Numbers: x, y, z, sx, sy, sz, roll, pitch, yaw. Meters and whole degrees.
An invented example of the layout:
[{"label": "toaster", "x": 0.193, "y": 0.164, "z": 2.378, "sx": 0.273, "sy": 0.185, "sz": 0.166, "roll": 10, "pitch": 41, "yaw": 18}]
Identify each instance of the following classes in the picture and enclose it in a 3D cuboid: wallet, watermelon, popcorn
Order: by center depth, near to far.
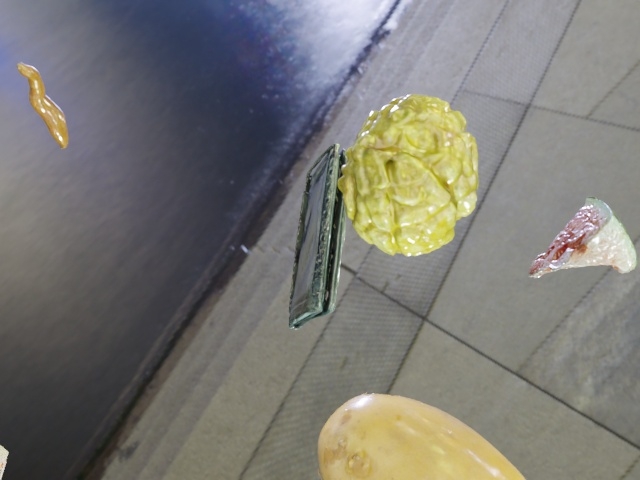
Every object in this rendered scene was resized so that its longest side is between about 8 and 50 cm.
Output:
[{"label": "watermelon", "x": 0.393, "y": -0.001, "z": 1.198, "sx": 0.158, "sy": 0.121, "sz": 0.098, "roll": -5, "pitch": 8, "yaw": 6}, {"label": "popcorn", "x": 0.146, "y": -0.103, "z": 1.324, "sx": 0.224, "sy": 0.270, "sz": 0.258, "roll": 15, "pitch": 23, "yaw": 2}, {"label": "wallet", "x": 0.000, "y": 0.000, "z": 1.634, "sx": 0.237, "sy": 0.075, "sz": 0.342, "roll": 141, "pitch": 137, "yaw": -67}]

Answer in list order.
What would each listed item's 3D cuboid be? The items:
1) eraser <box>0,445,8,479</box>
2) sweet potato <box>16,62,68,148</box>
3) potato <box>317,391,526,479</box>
[{"label": "eraser", "x": -0.492, "y": 0.352, "z": 1.160, "sx": 0.029, "sy": 0.052, "sz": 0.122, "roll": -13, "pitch": 45, "yaw": 13}, {"label": "sweet potato", "x": -0.465, "y": -0.228, "z": 1.345, "sx": 0.044, "sy": 0.179, "sz": 0.044, "roll": -7, "pitch": 44, "yaw": 7}, {"label": "potato", "x": 0.103, "y": 0.241, "z": 0.767, "sx": 0.234, "sy": 0.146, "sz": 0.150, "roll": 30, "pitch": 81, "yaw": 11}]
